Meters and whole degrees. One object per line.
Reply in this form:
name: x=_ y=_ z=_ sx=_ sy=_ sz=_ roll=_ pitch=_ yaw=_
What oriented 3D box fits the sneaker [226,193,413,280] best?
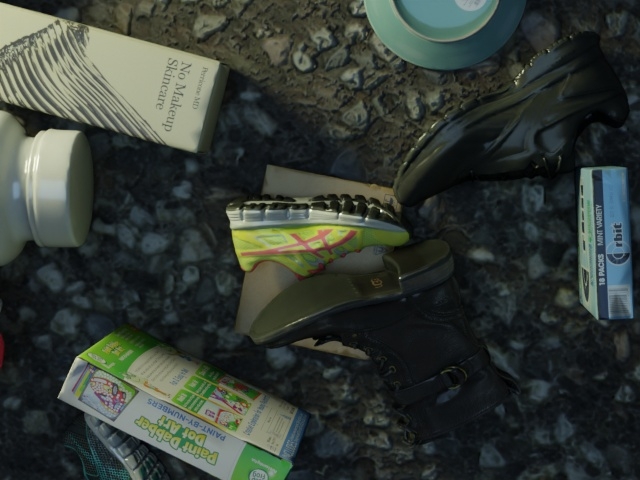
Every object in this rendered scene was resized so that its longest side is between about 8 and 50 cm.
sneaker: x=0.000 y=0.000 z=1.655 sx=0.208 sy=0.081 sz=0.094 roll=2 pitch=105 yaw=6

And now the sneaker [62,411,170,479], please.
sneaker: x=-0.236 y=0.266 z=1.716 sx=0.076 sy=0.065 sz=0.166 roll=-36 pitch=88 yaw=21

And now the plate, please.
plate: x=0.141 y=-0.287 z=1.671 sx=0.188 sy=0.024 sz=0.188 roll=0 pitch=92 yaw=3

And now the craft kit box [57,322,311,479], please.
craft kit box: x=-0.138 y=0.180 z=1.602 sx=0.247 sy=0.250 sz=0.061 roll=29 pitch=96 yaw=2

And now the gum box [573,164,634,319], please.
gum box: x=0.305 y=-0.002 z=1.598 sx=0.041 sy=0.184 sz=0.157 roll=-3 pitch=93 yaw=4

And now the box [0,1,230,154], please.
box: x=-0.249 y=-0.183 z=1.664 sx=0.275 sy=0.094 sz=0.113 roll=14 pitch=94 yaw=3

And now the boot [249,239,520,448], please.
boot: x=0.075 y=0.138 z=1.645 sx=0.263 sy=0.091 sz=0.229 roll=-19 pitch=115 yaw=4

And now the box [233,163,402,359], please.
box: x=-0.002 y=0.024 z=1.699 sx=0.164 sy=0.021 sz=0.201 roll=12 pitch=94 yaw=3

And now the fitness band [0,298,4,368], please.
fitness band: x=-0.479 y=0.080 z=1.629 sx=0.209 sy=0.054 sz=0.291 roll=-25 pitch=130 yaw=29

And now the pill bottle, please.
pill bottle: x=-0.421 y=-0.059 z=1.641 sx=0.318 sy=0.176 sz=0.176 roll=1 pitch=94 yaw=3

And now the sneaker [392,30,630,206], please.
sneaker: x=0.212 y=-0.110 z=1.630 sx=0.286 sy=0.109 sz=0.130 roll=-33 pitch=84 yaw=6
